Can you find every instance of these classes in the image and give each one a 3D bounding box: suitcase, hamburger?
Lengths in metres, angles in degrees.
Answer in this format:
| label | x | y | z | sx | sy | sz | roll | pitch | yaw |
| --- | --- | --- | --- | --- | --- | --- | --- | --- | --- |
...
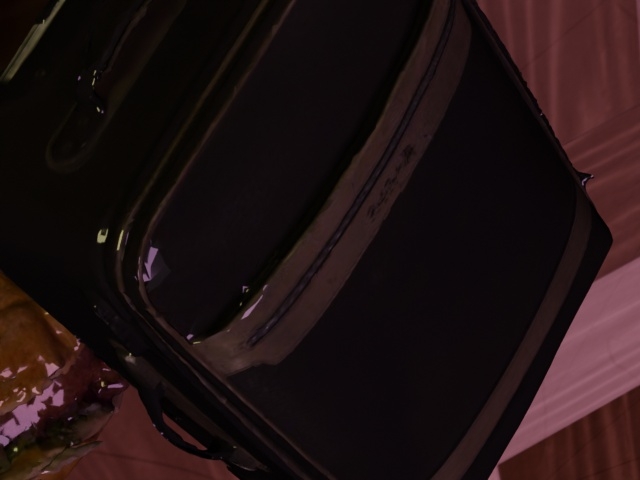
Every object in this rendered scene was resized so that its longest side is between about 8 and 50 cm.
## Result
| label | x | y | z | sx | sy | sz | roll | pitch | yaw |
| --- | --- | --- | --- | --- | --- | --- | --- | --- | --- |
| suitcase | 0.000 | 0.000 | 1.005 | 0.283 | 0.194 | 0.434 | -59 | 140 | -16 |
| hamburger | -0.248 | 0.113 | 1.018 | 0.282 | 0.245 | 0.155 | -2 | 140 | 11 |
